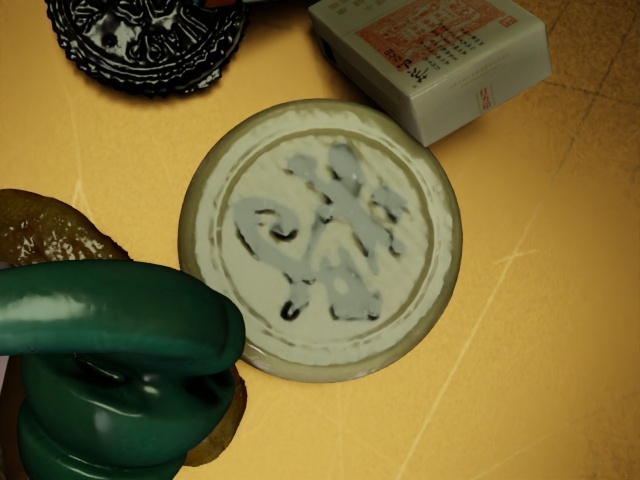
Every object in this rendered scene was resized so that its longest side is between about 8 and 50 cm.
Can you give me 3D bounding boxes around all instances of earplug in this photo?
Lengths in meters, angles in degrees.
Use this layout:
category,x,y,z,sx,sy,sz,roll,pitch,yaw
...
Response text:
category,x,y,z,sx,sy,sz,roll,pitch,yaw
earplug,-0.155,0.109,0.767,0.164,0.257,0.280,23,117,6

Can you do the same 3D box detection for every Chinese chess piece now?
category,x,y,z,sx,sy,sz,roll,pitch,yaw
Chinese chess piece,0.000,0.000,0.958,0.257,0.104,0.257,1,83,-5

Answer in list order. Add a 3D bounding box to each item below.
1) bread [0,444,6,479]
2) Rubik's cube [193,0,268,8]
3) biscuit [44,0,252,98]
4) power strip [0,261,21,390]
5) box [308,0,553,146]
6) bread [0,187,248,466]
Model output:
category,x,y,z,sx,sy,sz,roll,pitch,yaw
bread,-0.323,0.259,0.777,0.183,0.236,0.389,4,127,-11
Rubik's cube,-0.056,-0.316,0.927,0.155,0.151,0.154,-17,65,-34
biscuit,-0.160,-0.227,0.994,0.194,0.053,0.195,1,84,-5
power strip,-0.331,0.064,0.860,0.037,0.279,0.109,20,78,-46
box,0.094,-0.180,0.953,0.141,0.058,0.201,-29,43,-8
bread,-0.203,0.059,0.938,0.344,0.084,0.124,42,92,2
